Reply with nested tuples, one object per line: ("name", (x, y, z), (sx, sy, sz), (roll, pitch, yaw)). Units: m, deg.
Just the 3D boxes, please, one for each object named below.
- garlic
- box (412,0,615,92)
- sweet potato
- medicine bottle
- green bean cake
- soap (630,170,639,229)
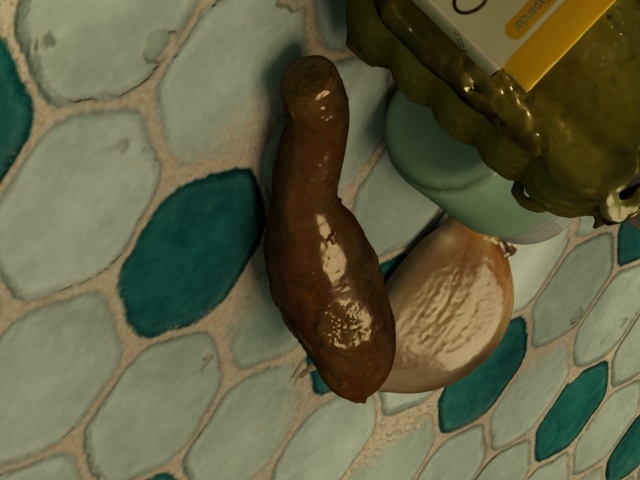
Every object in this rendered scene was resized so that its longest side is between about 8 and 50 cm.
("garlic", (0.101, 0.095, 1.712), (0.266, 0.148, 0.128), (-49, -172, -15))
("box", (0.099, -0.232, 1.212), (0.129, 0.247, 0.033), (-45, -178, -12))
("sweet potato", (0.000, 0.000, 1.451), (0.109, 0.109, 0.385), (-37, 135, -26))
("medicine bottle", (0.161, -0.081, 1.548), (0.139, 0.139, 0.225), (-54, 150, 3))
("green bean cake", (0.197, -0.186, 1.338), (0.285, 0.310, 0.202), (-45, 177, -10))
("soap", (0.475, -0.069, 1.972), (0.138, 0.182, 0.199), (-44, 150, -19))
